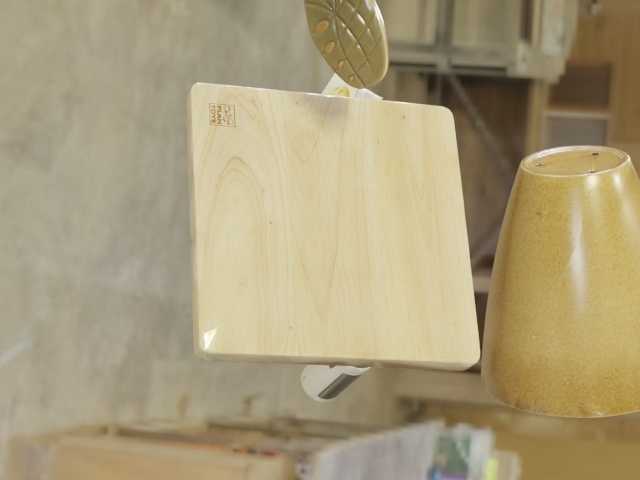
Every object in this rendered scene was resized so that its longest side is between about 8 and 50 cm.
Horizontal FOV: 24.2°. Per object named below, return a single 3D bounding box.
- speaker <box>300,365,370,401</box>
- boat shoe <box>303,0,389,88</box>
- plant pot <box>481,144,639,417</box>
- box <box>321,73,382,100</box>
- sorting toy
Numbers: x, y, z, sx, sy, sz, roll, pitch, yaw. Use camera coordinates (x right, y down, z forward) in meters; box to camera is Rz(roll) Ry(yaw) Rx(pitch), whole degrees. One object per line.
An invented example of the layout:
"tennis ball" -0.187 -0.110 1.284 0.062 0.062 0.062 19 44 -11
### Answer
"speaker" 0.023 0.148 1.780 0.136 0.055 0.055 132 -28 -59
"boat shoe" 0.016 -0.218 1.307 0.178 0.064 0.060 63 25 1
"plant pot" 0.290 0.032 1.653 0.237 0.237 0.254 -59 145 -67
"box" -0.034 -0.051 1.819 0.324 0.067 0.063 -56 153 4
"sorting toy" 0.000 0.000 1.367 0.089 0.255 0.257 127 -37 -60
